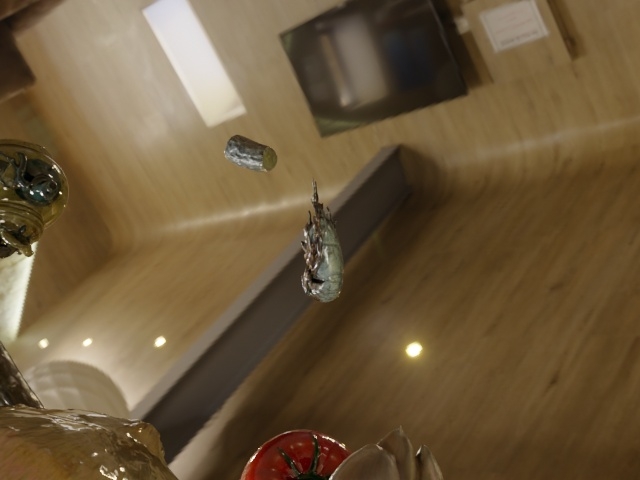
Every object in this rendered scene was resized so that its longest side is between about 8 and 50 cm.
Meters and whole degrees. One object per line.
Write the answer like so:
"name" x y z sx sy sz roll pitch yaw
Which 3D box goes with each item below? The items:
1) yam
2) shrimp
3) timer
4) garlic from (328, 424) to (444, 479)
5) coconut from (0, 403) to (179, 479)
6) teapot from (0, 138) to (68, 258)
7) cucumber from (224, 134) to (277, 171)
"yam" -0.392 0.203 1.049 0.061 0.274 0.061 -37 -179 0
"shrimp" 0.000 0.000 1.484 0.079 0.233 0.090 1 -165 21
"timer" -0.051 0.741 2.381 0.378 0.378 0.279 -40 166 -34
"garlic" 0.124 0.552 1.672 0.279 0.325 0.132 -2 161 -28
"coconut" -0.284 0.339 0.824 0.404 0.404 0.404 -26 -164 8
"teapot" -0.498 -0.048 1.301 0.269 0.173 0.182 -26 -126 31
"cucumber" -0.144 -0.178 1.718 0.112 0.064 0.064 24 -131 35
